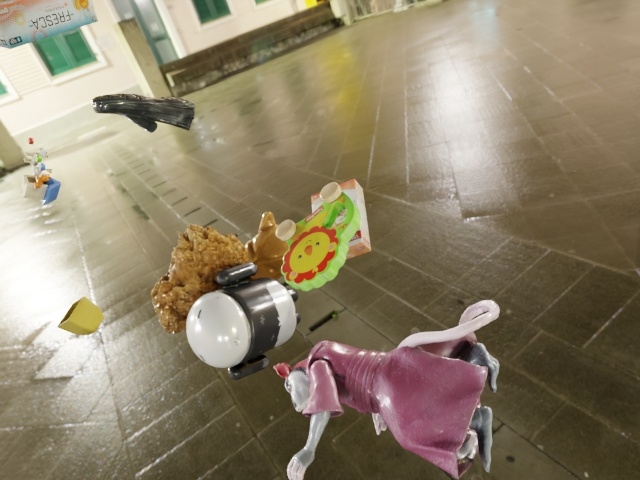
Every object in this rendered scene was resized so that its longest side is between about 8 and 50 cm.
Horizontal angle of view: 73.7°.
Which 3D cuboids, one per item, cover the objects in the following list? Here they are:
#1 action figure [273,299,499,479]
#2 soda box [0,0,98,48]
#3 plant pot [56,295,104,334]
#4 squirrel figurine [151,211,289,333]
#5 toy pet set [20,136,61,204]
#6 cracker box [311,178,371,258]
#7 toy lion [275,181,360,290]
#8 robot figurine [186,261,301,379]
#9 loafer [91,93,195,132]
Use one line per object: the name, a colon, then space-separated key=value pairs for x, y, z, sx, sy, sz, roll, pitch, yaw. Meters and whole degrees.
action figure: x=0.084 y=0.224 z=0.688 sx=0.369 sy=0.276 sz=0.248 roll=5 pitch=4 yaw=24
soda box: x=-0.465 y=-0.376 z=0.706 sx=0.058 sy=0.063 sz=0.183 roll=17 pitch=43 yaw=17
plant pot: x=-0.654 y=0.217 z=1.180 sx=0.081 sy=0.083 sz=0.081 roll=-25 pitch=35 yaw=36
squirrel figurine: x=-0.233 y=0.094 z=1.146 sx=0.370 sy=0.281 sz=0.397 roll=-32 pitch=-15 yaw=11
toy pet set: x=-0.563 y=-0.131 z=0.878 sx=0.065 sy=0.114 sz=0.122 roll=5 pitch=34 yaw=-48
cracker box: x=0.057 y=-0.055 z=1.281 sx=0.155 sy=0.067 sz=0.233 roll=-20 pitch=55 yaw=23
toy lion: x=0.000 y=0.000 z=0.429 sx=0.100 sy=0.034 sz=0.096 roll=-40 pitch=38 yaw=8
robot figurine: x=-0.170 y=0.181 z=0.979 sx=0.278 sy=0.174 sz=0.209 roll=-12 pitch=59 yaw=-51
loafer: x=-0.377 y=-0.274 z=0.931 sx=0.076 sy=0.078 sz=0.223 roll=27 pitch=26 yaw=37
